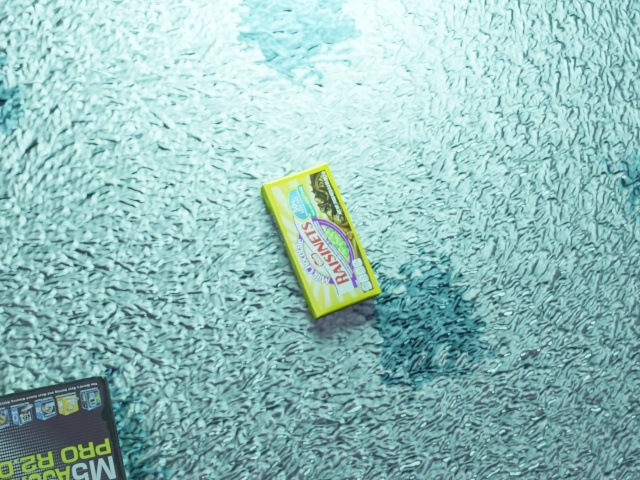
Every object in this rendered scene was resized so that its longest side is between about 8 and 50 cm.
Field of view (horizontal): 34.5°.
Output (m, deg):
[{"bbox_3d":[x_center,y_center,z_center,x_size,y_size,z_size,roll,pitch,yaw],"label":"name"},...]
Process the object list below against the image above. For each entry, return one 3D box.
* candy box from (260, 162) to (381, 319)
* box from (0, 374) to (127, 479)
[{"bbox_3d":[0.000,0.000,1.463,0.105,0.027,0.206,-21,82,-16],"label":"candy box"},{"bbox_3d":[-0.377,0.298,1.266,0.270,0.060,0.216,-10,78,-17],"label":"box"}]
